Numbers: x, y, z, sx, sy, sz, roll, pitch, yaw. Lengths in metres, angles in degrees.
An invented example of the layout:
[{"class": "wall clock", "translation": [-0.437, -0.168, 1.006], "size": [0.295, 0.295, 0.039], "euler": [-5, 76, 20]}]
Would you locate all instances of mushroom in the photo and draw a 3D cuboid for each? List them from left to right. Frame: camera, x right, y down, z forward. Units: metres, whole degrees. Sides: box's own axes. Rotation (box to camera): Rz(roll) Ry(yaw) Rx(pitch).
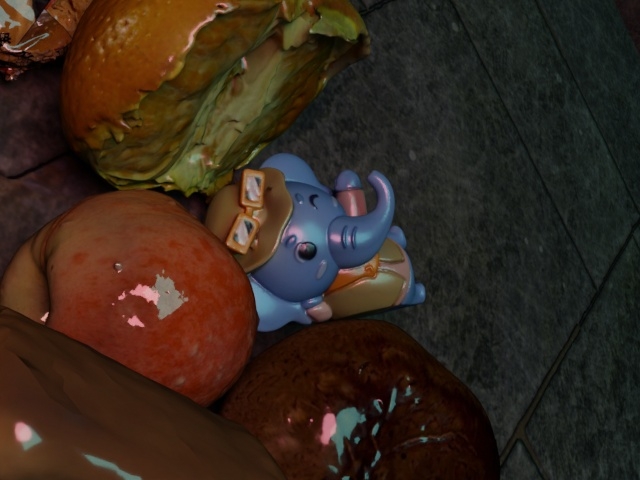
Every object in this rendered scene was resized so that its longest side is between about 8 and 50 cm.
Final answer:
[{"class": "mushroom", "translation": [0.038, 0.246, 0.773], "size": [0.344, 0.239, 0.345], "euler": [5, 70, -14]}]

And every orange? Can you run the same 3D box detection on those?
[{"class": "orange", "translation": [-0.103, -0.175, 0.741], "size": [0.334, 0.262, 0.196], "euler": [-6, 70, -51]}]

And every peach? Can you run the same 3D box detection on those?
[{"class": "peach", "translation": [-0.149, 0.060, 0.651], "size": [0.232, 0.232, 0.233], "euler": [17, 65, -39]}]

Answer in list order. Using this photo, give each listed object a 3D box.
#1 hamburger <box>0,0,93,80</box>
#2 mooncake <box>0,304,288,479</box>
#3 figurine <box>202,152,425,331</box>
[{"class": "hamburger", "translation": [-0.303, -0.269, 0.700], "size": [0.230, 0.106, 0.231], "euler": [8, 78, -42]}, {"class": "mooncake", "translation": [-0.221, 0.236, 0.394], "size": [0.246, 0.393, 0.394], "euler": [41, 40, -28]}, {"class": "figurine", "translation": [-0.002, 0.002, 0.824], "size": [0.261, 0.154, 0.180], "euler": [4, 101, -27]}]
